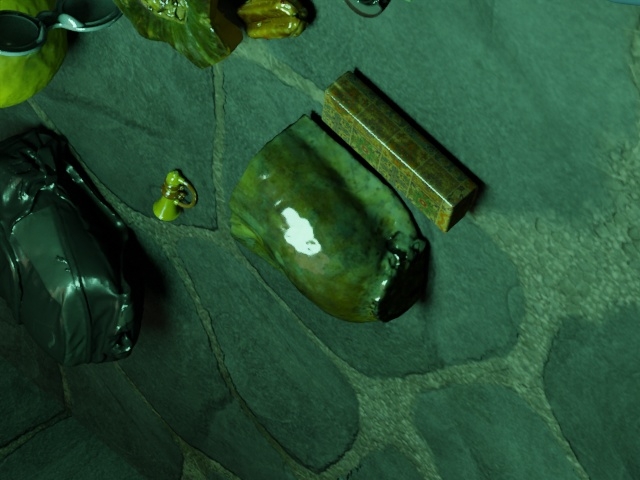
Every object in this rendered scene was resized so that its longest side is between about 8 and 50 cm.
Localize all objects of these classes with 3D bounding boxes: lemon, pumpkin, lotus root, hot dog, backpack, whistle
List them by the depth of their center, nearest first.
[{"bbox_3d":[-0.059,-0.279,1.838,0.144,0.038,0.062,6,126,60],"label":"hot dog"},{"bbox_3d":[-0.199,-0.337,1.890,0.258,0.095,0.290,36,158,27],"label":"pumpkin"},{"bbox_3d":[0.007,0.014,1.995,0.260,0.149,0.267,45,157,14],"label":"lotus root"},{"bbox_3d":[-0.528,-0.328,2.301,0.320,0.245,0.245,22,142,46],"label":"lemon"},{"bbox_3d":[-0.237,-0.071,2.400,0.057,0.046,0.109,60,151,17],"label":"whistle"},{"bbox_3d":[-0.478,0.031,2.692,0.445,0.255,0.363,56,157,24],"label":"backpack"}]

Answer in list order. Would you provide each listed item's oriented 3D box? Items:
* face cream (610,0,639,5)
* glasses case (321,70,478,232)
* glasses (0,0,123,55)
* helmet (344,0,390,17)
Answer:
[{"bbox_3d":[0.328,-0.233,1.220,0.385,0.086,0.135,15,140,44],"label":"face cream"},{"bbox_3d":[0.095,-0.110,1.794,0.218,0.049,0.075,44,160,16],"label":"glasses case"},{"bbox_3d":[-0.367,-0.386,2.001,0.118,0.234,0.268,53,150,28],"label":"glasses"},{"bbox_3d":[0.057,-0.305,1.577,0.098,0.070,0.123,44,161,29],"label":"helmet"}]
